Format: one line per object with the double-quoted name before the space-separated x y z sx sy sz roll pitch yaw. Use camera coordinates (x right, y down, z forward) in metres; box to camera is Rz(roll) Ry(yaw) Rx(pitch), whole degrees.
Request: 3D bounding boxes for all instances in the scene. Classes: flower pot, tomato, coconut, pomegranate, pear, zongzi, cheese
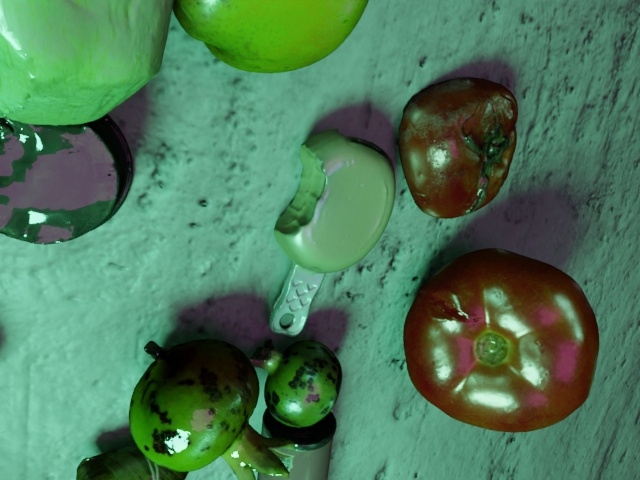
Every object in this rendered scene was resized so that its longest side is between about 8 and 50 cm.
"flower pot" -0.256 -0.066 0.406 0.157 0.106 0.158 -9 109 -28
"tomato" 0.287 0.162 0.707 0.299 0.298 0.226 -67 162 5
"coconut" -0.203 -0.205 0.289 0.204 0.235 0.236 -10 111 -40
"pomegranate" -0.042 0.191 0.611 0.161 0.122 0.122 33 88 -5
"pear" -0.048 -0.256 0.416 0.187 0.187 0.220 50 63 -31
"tomato" 0.230 -0.141 0.659 0.227 0.101 0.228 -10 109 -30
"zongzi" -0.212 0.341 0.582 0.184 0.084 0.187 -16 120 -35
"cheese" 0.000 0.000 0.584 0.163 0.082 0.287 22 95 -32
"pomegranate" -0.125 0.212 0.517 0.220 0.156 0.156 34 87 8

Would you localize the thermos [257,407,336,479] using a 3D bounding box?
"thermos" -0.049 0.417 0.685 0.109 0.136 0.331 6 104 -2
